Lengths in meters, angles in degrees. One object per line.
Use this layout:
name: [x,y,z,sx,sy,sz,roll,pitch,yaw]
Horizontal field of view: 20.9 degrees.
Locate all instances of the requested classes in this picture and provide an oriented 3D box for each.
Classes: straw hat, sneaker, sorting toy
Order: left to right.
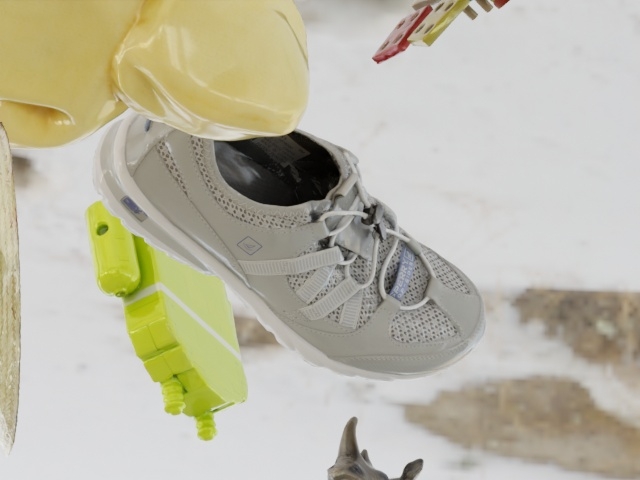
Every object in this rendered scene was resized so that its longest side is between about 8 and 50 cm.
straw hat: [-0.157,0.023,0.696,0.061,0.144,0.144,-1,156,-15]
sneaker: [0.000,0.000,1.067,0.281,0.105,0.115,28,144,-25]
sorting toy: [0.147,-0.227,1.375,0.046,0.274,0.132,43,153,-14]

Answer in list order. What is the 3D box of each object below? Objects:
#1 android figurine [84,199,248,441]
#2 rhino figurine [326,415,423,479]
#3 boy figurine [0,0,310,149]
android figurine: [-0.139,0.060,1.650,0.056,0.273,0.248,-23,146,14]
rhino figurine: [0.051,0.233,1.125,0.073,0.243,0.106,-20,173,33]
boy figurine: [-0.136,-0.123,0.815,0.285,0.092,0.177,16,120,6]
